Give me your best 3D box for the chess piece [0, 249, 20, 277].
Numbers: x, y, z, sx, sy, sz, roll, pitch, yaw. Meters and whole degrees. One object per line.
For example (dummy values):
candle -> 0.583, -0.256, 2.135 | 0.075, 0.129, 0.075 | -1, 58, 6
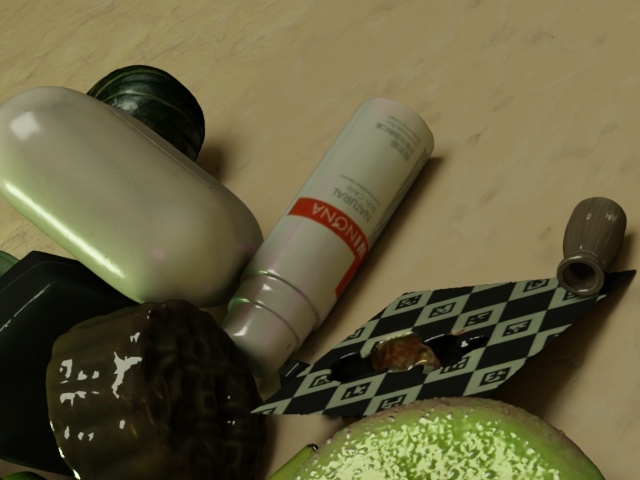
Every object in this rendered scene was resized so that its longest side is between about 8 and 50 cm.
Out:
chess piece -> -0.433, 0.133, 2.118 | 0.195, 0.194, 0.299 | -30, 8, 19

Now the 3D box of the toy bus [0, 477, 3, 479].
toy bus -> -0.375, 0.374, 1.852 | 0.275, 0.138, 0.167 | -47, 30, -9

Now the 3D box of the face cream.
face cream -> 0.000, 0.000, 1.973 | 0.102, 0.102, 0.345 | -4, 44, 48

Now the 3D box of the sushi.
sushi -> 0.114, 0.117, 1.720 | 0.290, 0.050, 0.264 | -7, 22, 47

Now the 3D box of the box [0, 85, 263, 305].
box -> -0.200, -0.041, 1.985 | 0.141, 0.289, 0.349 | -52, -7, 3

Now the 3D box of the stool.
stool -> -0.274, 0.132, 1.998 | 0.232, 0.232, 0.141 | -43, 26, -5

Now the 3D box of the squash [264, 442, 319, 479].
squash -> -0.052, 0.283, 1.640 | 0.287, 0.137, 0.137 | -37, 25, 33

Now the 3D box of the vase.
vase -> 0.245, 0.006, 1.700 | 0.053, 0.053, 0.100 | -22, 22, 30

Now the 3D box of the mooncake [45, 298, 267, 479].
mooncake -> -0.151, 0.165, 1.794 | 0.124, 0.228, 0.228 | -25, 31, 25

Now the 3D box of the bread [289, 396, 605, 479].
bread -> 0.082, 0.248, 1.439 | 0.301, 0.045, 0.301 | -8, 57, 13

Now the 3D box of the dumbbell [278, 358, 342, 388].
dumbbell -> -0.008, 0.143, 1.843 | 0.036, 0.040, 0.083 | -15, 17, -26

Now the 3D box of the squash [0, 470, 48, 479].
squash -> -0.399, 0.345, 1.979 | 0.292, 0.082, 0.082 | -42, 28, -6

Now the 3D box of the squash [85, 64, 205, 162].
squash -> -0.237, -0.113, 2.347 | 0.218, 0.172, 0.218 | -29, 37, 24
